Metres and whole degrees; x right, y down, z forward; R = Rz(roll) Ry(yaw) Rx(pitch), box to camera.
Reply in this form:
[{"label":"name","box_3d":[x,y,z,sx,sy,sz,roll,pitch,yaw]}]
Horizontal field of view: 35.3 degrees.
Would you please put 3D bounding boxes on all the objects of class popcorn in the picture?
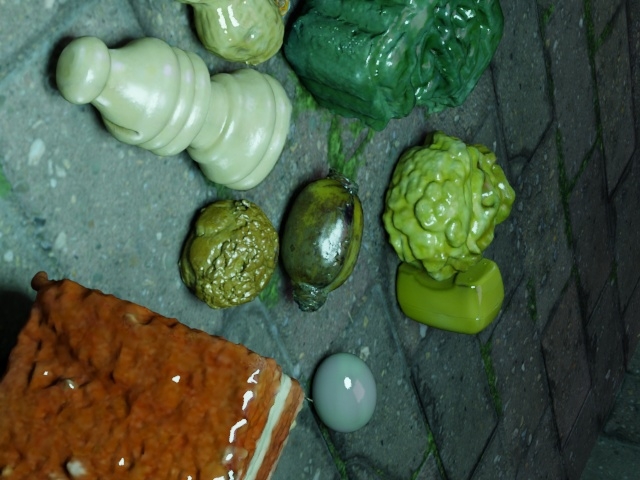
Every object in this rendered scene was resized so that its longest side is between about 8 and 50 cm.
[{"label":"popcorn","box_3d":[0.215,-0.077,1.697,0.286,0.174,0.225,-44,128,-43]}]

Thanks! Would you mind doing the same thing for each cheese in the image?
[{"label":"cheese","box_3d":[-0.071,-0.311,1.303,0.111,0.017,0.047,-9,105,-56]}]

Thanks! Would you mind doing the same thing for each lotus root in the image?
[{"label":"lotus root","box_3d":[0.000,0.000,1.437,0.120,0.120,0.209,18,86,-58]}]

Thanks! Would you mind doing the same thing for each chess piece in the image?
[{"label":"chess piece","box_3d":[-0.167,-0.160,1.129,0.138,0.124,0.307,-50,148,15]}]

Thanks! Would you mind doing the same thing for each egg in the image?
[{"label":"egg","box_3d":[0.038,0.239,1.585,0.103,0.103,0.135,-33,124,-49]}]

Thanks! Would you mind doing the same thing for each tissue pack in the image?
[{"label":"tissue pack","box_3d":[0.226,0.094,1.762,0.123,0.178,0.127,-36,128,-45]}]

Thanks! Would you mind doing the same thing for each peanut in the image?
[{"label":"peanut","box_3d":[-0.118,-0.283,1.166,0.098,0.103,0.229,-31,142,10]}]

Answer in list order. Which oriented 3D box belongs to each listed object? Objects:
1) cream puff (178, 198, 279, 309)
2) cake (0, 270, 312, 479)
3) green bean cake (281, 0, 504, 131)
[{"label":"cream puff","box_3d":[-0.109,0.020,1.277,0.143,0.103,0.126,-61,146,-15]},{"label":"cake","box_3d":[-0.186,0.220,1.029,0.319,0.270,0.269,66,45,-72]},{"label":"green bean cake","box_3d":[0.124,-0.288,1.440,0.300,0.169,0.308,-56,151,-10]}]
